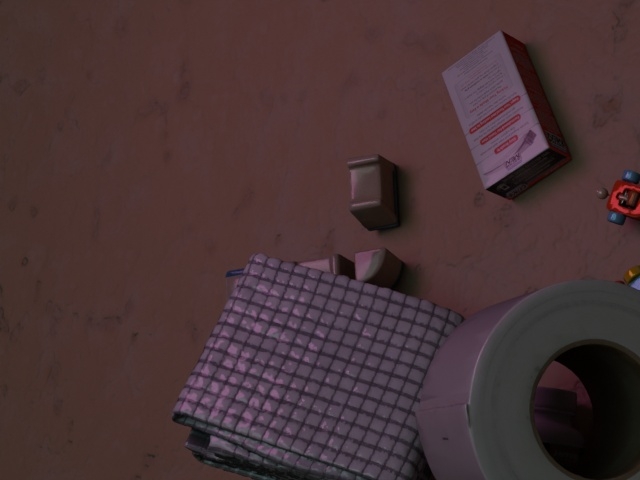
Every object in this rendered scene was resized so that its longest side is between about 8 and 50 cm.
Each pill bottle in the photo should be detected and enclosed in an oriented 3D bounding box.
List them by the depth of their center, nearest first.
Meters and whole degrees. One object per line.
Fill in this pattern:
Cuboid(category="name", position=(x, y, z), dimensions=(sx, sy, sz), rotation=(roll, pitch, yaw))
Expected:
Cuboid(category="pill bottle", position=(0.224, 0.238, 1.550), dimensions=(0.094, 0.094, 0.169), rotation=(-3, 77, 42))

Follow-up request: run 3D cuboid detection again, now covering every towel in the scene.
Cuboid(category="towel", position=(0.006, 0.166, 1.658), dimensions=(0.284, 0.121, 0.235), rotation=(14, 61, 19))

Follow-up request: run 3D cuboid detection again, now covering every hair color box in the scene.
Cuboid(category="hair color box", position=(0.209, -0.142, 1.700), dimensions=(0.093, 0.053, 0.167), rotation=(-34, 56, 30))

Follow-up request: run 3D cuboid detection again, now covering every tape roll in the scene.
Cuboid(category="tape roll", position=(0.232, 0.166, 1.427), dimensions=(0.169, 0.246, 0.246), rotation=(147, 131, -75))

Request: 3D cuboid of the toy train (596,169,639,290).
Cuboid(category="toy train", position=(0.331, 0.015, 1.552), dimensions=(0.125, 0.046, 0.166), rotation=(14, 86, 46))

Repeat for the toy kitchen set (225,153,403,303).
Cuboid(category="toy kitchen set", position=(0.000, 0.000, 1.834), dimensions=(0.207, 0.122, 0.166), rotation=(-9, 70, 19))
